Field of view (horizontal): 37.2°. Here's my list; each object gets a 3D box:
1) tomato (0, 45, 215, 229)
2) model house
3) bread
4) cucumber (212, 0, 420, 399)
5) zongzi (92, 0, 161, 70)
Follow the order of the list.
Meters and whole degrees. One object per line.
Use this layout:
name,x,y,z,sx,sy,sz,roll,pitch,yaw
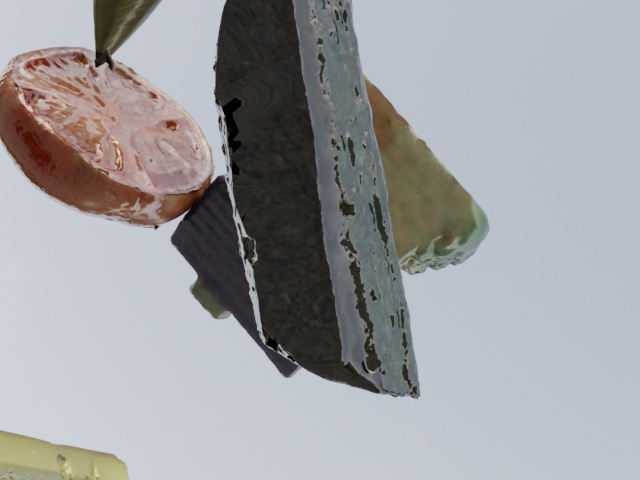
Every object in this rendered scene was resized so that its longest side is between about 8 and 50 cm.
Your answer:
tomato,-0.230,-0.098,0.988,0.236,0.237,0.095,48,-62,18
model house,0.000,0.000,1.061,0.280,0.312,0.245,-41,-95,0
bread,-0.440,0.369,1.449,0.138,0.361,0.077,-36,-121,10
cucumber,-0.012,-0.037,0.396,0.071,0.046,0.219,-9,-90,24
zongzi,-0.147,-0.314,0.934,0.228,0.115,0.256,-20,-124,39
